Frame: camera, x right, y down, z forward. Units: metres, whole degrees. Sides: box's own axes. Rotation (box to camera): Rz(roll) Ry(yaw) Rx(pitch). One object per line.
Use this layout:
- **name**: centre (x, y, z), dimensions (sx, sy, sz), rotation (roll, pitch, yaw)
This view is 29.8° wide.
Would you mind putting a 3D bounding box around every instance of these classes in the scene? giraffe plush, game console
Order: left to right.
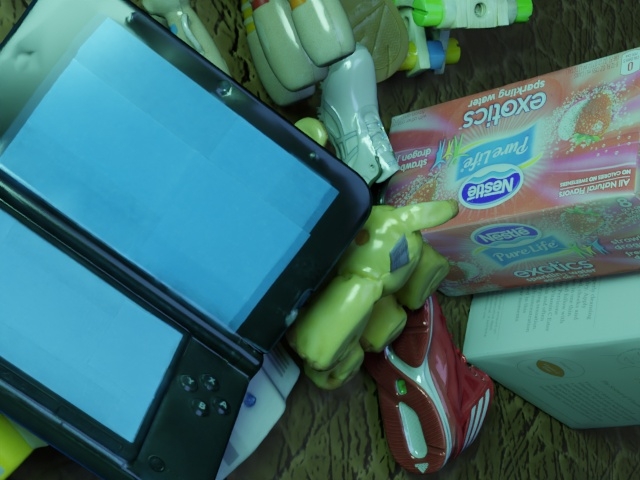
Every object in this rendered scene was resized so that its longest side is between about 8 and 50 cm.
- **game console**: centre (-0.135, -0.005, 0.820), dimensions (0.293, 0.173, 0.250), rotation (36, 30, -11)
- **giraffe plush**: centre (0.000, 0.000, 1.035), dimensions (0.170, 0.210, 0.181), rotation (40, 61, 20)

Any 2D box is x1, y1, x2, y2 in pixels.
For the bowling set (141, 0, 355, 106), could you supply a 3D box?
- **bowling set**: centre (-0.098, -0.170, 0.964), dimensions (0.200, 0.287, 0.154), rotation (-24, 92, -11)

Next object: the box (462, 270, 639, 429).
- **box**: centre (0.353, 0.072, 1.226), dimensions (0.215, 0.345, 0.168), rotation (34, 59, -35)

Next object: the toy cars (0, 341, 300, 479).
- **toy cars**: centre (-0.149, 0.124, 0.902), dimensions (0.394, 0.087, 0.176), rotation (5, 77, -44)

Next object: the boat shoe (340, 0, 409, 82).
- **boat shoe**: centre (-0.018, -0.270, 1.120), dimensions (0.098, 0.096, 0.277), rotation (-36, 116, -16)

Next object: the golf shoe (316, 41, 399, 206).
- **golf shoe**: centre (0.044, -0.092, 1.101), dimensions (0.069, 0.086, 0.176), rotation (-22, 123, -43)

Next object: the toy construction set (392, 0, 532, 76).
- **toy construction set**: centre (0.112, -0.326, 1.166), dimensions (0.151, 0.215, 0.327), rotation (-22, 101, -20)

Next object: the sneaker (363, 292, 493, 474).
- **sneaker**: centre (0.103, 0.108, 1.177), dimensions (0.128, 0.087, 0.221), rotation (-6, 90, -59)

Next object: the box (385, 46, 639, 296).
- **box**: centre (0.208, -0.053, 1.143), dimensions (0.142, 0.300, 0.154), rotation (30, 62, -38)
